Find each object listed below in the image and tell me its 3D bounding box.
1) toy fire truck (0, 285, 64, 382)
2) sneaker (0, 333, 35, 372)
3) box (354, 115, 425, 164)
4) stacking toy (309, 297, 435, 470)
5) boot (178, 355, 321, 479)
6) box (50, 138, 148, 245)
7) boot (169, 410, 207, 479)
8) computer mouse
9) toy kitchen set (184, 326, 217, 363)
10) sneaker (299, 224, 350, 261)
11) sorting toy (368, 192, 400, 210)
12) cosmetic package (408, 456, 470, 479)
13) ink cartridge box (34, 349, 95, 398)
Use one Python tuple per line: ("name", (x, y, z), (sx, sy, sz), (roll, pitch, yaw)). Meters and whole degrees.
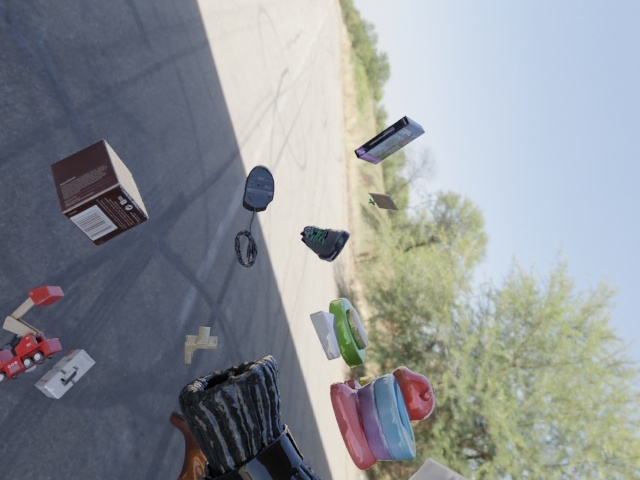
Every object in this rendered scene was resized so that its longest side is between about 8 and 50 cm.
("toy fire truck", (-0.599, 0.190, 1.067), (0.135, 0.192, 0.047), (61, 2, 8))
("sneaker", (-1.006, 0.364, 1.675), (0.268, 0.153, 0.102), (11, -70, 56))
("box", (0.179, -0.256, 1.357), (0.116, 0.162, 0.029), (3, 61, -60))
("stacking toy", (0.107, 0.224, 0.915), (0.309, 0.130, 0.280), (12, 59, -77))
("boot", (-0.032, 0.246, 0.489), (0.348, 0.131, 0.261), (-19, -99, 58))
("box", (-0.613, -0.133, 1.462), (0.203, 0.166, 0.169), (58, -6, 34))
("boot", (-0.395, 0.658, 1.470), (0.264, 0.280, 0.096), (41, -19, 1))
("computer mouse", (-0.156, -0.058, 1.231), (0.041, 0.071, 0.242), (170, -68, -77))
("toy kitchen set", (-0.325, 0.287, 1.437), (0.068, 0.083, 0.075), (-100, -163, -58))
("sneaker", (0.000, 0.000, 1.309), (0.083, 0.098, 0.223), (-58, -173, -14))
("sorting toy", (0.130, -0.088, 1.154), (0.062, 0.083, 0.012), (44, 68, -41))
("cosmetic package", (0.220, 0.553, 0.970), (0.156, 0.217, 0.385), (48, -10, 12))
("ink cartridge box", (-0.723, 0.376, 1.487), (0.056, 0.099, 0.135), (56, 50, -20))
